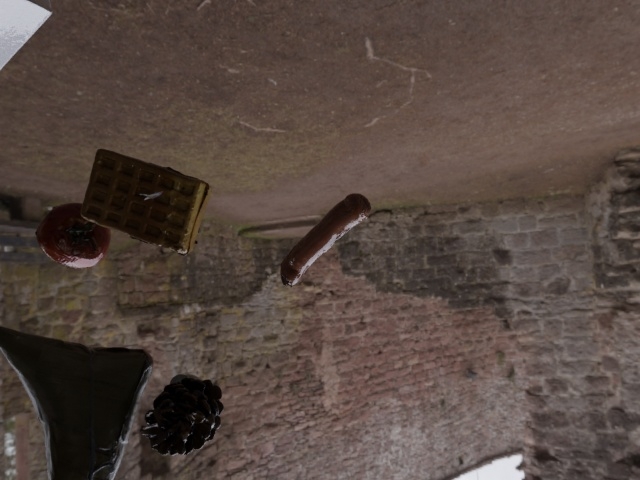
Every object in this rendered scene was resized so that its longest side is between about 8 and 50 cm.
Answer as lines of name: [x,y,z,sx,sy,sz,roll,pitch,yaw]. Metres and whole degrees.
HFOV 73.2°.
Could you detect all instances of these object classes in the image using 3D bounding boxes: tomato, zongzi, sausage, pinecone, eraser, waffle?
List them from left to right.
eraser: [-0.481,-0.264,0.575,0.298,0.078,0.076,-24,165,26]
zongzi: [-0.642,0.411,1.031,0.393,0.355,0.174,22,149,-26]
tomato: [-0.789,-0.015,1.409,0.101,0.227,0.228,-4,177,44]
waffle: [-0.485,-0.109,1.204,0.328,0.224,0.098,20,-174,9]
pinecone: [-0.352,0.448,1.103,0.179,0.184,0.204,4,164,10]
sausage: [0.000,0.000,0.526,0.158,0.036,0.042,-45,-164,27]

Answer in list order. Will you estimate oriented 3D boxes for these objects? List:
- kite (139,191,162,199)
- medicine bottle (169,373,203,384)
kite: [-0.355,-0.097,0.911,0.044,0.002,0.078,-23,-179,-16]
medicine bottle: [-0.453,0.505,1.475,0.091,0.090,0.216,-4,156,-3]
